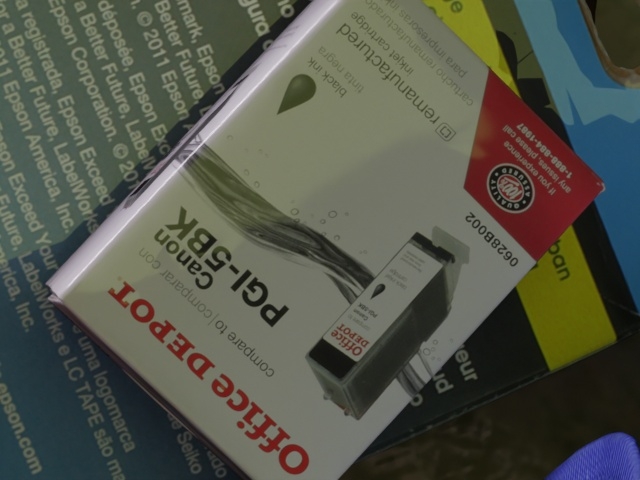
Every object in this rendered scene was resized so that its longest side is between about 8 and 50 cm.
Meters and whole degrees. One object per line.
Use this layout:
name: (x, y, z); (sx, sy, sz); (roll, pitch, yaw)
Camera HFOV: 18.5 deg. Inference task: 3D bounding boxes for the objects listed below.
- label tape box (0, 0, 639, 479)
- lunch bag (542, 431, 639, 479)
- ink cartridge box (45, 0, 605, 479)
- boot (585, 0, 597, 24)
label tape box: (-0.036, -0.042, 0.655); (0.334, 0.106, 0.240); (-23, 95, -9)
lunch bag: (0.164, 0.138, 0.573); (0.239, 0.328, 0.385); (44, 74, 7)
ink cartridge box: (0.000, 0.000, 0.580); (0.099, 0.056, 0.135); (43, 83, -9)
boot: (0.088, -0.127, 0.770); (0.248, 0.090, 0.207); (-12, 90, -15)
